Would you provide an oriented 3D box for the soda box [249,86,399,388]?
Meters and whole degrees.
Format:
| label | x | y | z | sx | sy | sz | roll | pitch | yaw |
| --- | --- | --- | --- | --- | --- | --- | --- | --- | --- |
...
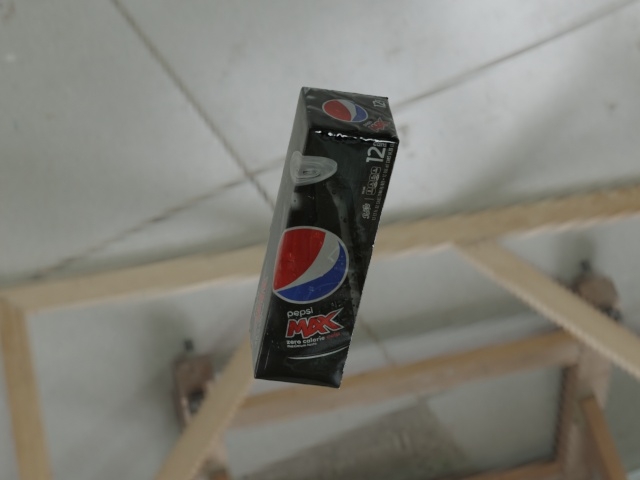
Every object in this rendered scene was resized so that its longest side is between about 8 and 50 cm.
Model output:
| label | x | y | z | sx | sy | sz | roll | pitch | yaw |
| --- | --- | --- | --- | --- | --- | --- | --- | --- | --- |
| soda box | 0.000 | 0.000 | 1.075 | 0.053 | 0.060 | 0.169 | 7 | 118 | -10 |
